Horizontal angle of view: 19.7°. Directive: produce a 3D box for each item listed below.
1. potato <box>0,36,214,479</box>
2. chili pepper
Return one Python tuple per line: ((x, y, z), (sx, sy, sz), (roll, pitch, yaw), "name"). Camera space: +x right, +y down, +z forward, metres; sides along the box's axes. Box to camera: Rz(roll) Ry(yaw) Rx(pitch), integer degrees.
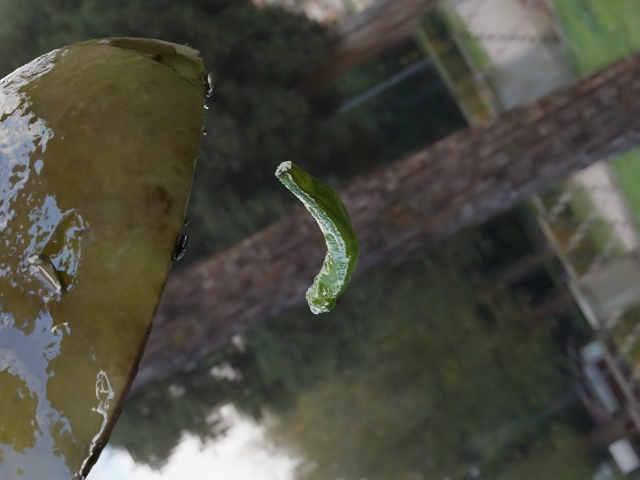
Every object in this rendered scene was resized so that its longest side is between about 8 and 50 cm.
((-0.157, 0.004, 0.964), (0.116, 0.239, 0.299), (25, -123, -26), "potato")
((0.000, 0.001, 0.730), (0.083, 0.030, 0.017), (86, -179, -47), "chili pepper")
